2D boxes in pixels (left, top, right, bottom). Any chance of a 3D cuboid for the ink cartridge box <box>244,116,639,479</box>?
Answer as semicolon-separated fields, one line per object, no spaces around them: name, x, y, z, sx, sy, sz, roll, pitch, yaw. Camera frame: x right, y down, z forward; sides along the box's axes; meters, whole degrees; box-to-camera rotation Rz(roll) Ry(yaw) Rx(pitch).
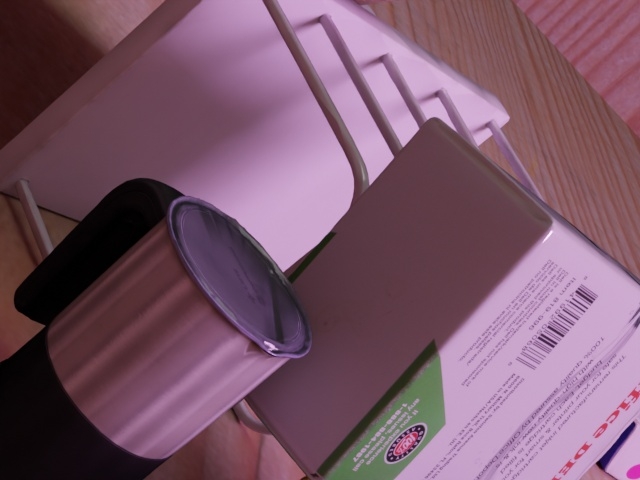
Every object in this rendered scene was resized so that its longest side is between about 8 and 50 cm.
ink cartridge box;0.075;0.053;0.779;0.087;0.153;0.208;46;8;34

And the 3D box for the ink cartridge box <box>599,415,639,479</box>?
ink cartridge box;0.304;0.167;1.488;0.371;0.069;0.176;38;22;-39

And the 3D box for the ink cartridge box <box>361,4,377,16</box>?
ink cartridge box;0.031;-0.136;1.465;0.239;0.060;0.275;55;19;20

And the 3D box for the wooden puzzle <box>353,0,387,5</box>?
wooden puzzle;-0.113;-0.227;0.924;0.347;0.081;0.322;24;-2;-19

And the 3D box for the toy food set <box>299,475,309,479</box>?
toy food set;0.033;0.200;0.795;0.218;0.071;0.128;37;45;-28

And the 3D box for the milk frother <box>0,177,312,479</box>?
milk frother;-0.105;0.034;0.673;0.143;0.134;0.129;17;36;-59

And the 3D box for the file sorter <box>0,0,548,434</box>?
file sorter;0.000;0.000;0.904;0.277;0.193;0.173;23;34;-54
